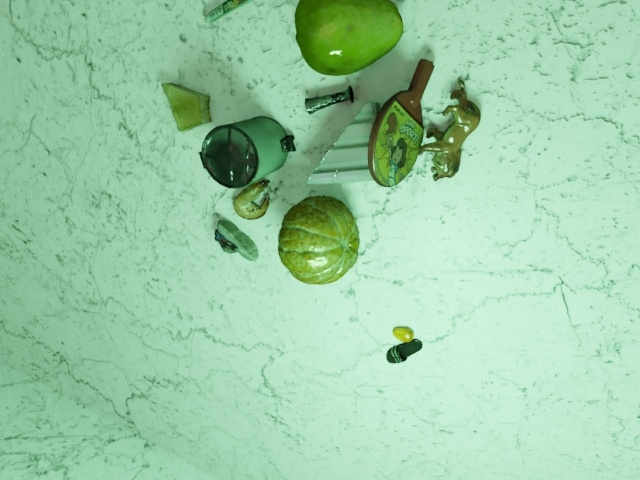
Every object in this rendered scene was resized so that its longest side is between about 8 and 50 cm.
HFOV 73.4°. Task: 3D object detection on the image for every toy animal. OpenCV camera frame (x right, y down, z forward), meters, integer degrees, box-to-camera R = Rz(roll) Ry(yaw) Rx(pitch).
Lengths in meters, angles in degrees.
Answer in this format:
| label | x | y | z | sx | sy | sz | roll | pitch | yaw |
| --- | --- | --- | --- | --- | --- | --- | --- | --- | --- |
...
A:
| label | x | y | z | sx | sy | sz | roll | pitch | yaw |
| --- | --- | --- | --- | --- | --- | --- | --- | --- | --- |
| toy animal | 0.432 | -0.339 | 1.398 | 0.157 | 0.097 | 0.312 | 27 | 116 | -5 |

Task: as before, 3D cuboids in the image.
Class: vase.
| label | x | y | z | sx | sy | sz | roll | pitch | yaw |
| --- | --- | --- | --- | --- | --- | --- | --- | --- | --- |
| vase | 0.031 | -0.485 | 1.487 | 0.167 | 0.059 | 0.059 | -9 | 108 | 22 |

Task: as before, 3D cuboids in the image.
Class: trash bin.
| label | x | y | z | sx | sy | sz | roll | pitch | yaw |
| --- | --- | --- | --- | --- | --- | --- | --- | --- | --- |
| trash bin | -0.261 | -0.321 | 1.539 | 0.277 | 0.262 | 0.217 | -2 | 110 | 20 |

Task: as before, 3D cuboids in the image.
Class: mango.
| label | x | y | z | sx | sy | sz | roll | pitch | yaw |
| --- | --- | --- | --- | --- | --- | --- | --- | --- | --- |
| mango | 0.335 | 0.381 | 1.746 | 0.089 | 0.046 | 0.060 | 16 | 114 | 26 |

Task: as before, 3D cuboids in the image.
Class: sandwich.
| label | x | y | z | sx | sy | sz | roll | pitch | yaw |
| --- | --- | --- | --- | --- | --- | --- | --- | --- | --- |
| sandwich | -0.505 | -0.534 | 1.656 | 0.162 | 0.058 | 0.193 | -13 | 105 | 22 |

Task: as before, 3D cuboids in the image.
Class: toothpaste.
| label | x | y | z | sx | sy | sz | roll | pitch | yaw |
| --- | --- | --- | --- | --- | --- | --- | --- | --- | --- |
| toothpaste | -0.323 | -0.811 | 1.492 | 0.204 | 0.031 | 0.049 | -18 | 106 | 23 |

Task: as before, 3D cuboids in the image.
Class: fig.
| label | x | y | z | sx | sy | sz | roll | pitch | yaw |
| --- | --- | --- | --- | --- | --- | --- | --- | --- | --- |
| fig | 0.086 | -0.636 | 1.300 | 0.326 | 0.258 | 0.258 | 0 | 112 | 6 |

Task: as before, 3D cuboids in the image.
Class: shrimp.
| label | x | y | z | sx | sy | sz | roll | pitch | yaw |
| --- | --- | --- | --- | --- | --- | --- | --- | --- | --- |
| shrimp | -0.259 | -0.163 | 1.723 | 0.236 | 0.053 | 0.133 | -39 | 93 | 31 |

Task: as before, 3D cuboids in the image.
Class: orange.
| label | x | y | z | sx | sy | sz | roll | pitch | yaw |
| --- | --- | --- | --- | --- | --- | --- | --- | --- | --- |
| orange | 0.000 | 0.000 | 1.547 | 0.249 | 0.329 | 0.329 | 4 | 114 | 35 |

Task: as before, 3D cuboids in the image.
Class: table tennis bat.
| label | x | y | z | sx | sy | sz | roll | pitch | yaw |
| --- | --- | --- | --- | --- | --- | --- | --- | --- | --- |
| table tennis bat | 0.262 | -0.368 | 1.359 | 0.051 | 0.268 | 0.414 | 22 | 91 | 39 |

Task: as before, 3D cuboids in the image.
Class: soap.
| label | x | y | z | sx | sy | sz | roll | pitch | yaw |
| --- | --- | --- | --- | --- | --- | --- | --- | --- | --- |
| soap | 0.075 | -0.335 | 1.474 | 0.302 | 0.159 | 0.257 | -3 | 114 | 18 |

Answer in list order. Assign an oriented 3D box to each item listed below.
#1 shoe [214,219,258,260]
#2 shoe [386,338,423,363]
| label | x | y | z | sx | sy | sz | roll | pitch | yaw |
| --- | --- | --- | --- | --- | --- | --- | --- | --- | --- |
| shoe | -0.370 | 0.022 | 1.808 | 0.227 | 0.099 | 0.125 | 45 | 111 | 3 |
| shoe | 0.340 | 0.466 | 1.775 | 0.179 | 0.049 | 0.071 | -36 | 96 | 28 |
